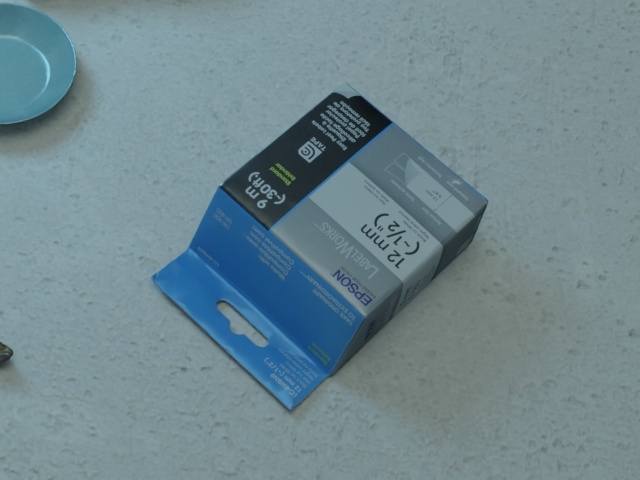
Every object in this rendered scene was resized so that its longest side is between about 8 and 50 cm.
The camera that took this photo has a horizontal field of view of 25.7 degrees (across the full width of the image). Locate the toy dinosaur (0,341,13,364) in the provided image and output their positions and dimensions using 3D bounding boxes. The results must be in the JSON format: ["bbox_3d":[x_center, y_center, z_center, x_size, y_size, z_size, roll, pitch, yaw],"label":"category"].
[{"bbox_3d":[-0.461,0.165,1.621,0.211,0.064,0.112,-4,44,-21],"label":"toy dinosaur"}]

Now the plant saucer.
[{"bbox_3d":[-0.417,-0.225,1.842,0.195,0.037,0.195,3,62,-7],"label":"plant saucer"}]

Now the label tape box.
[{"bbox_3d":[0.000,0.000,1.738,0.249,0.115,0.347,42,62,14],"label":"label tape box"}]
